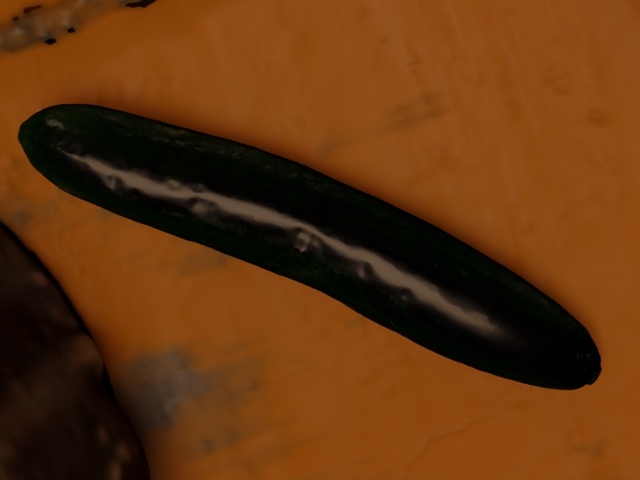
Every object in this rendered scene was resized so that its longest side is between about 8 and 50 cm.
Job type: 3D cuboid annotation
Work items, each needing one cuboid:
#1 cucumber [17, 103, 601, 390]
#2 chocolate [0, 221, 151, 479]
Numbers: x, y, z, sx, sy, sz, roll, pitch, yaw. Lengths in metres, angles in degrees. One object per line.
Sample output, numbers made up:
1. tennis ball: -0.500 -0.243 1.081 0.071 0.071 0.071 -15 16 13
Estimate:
1. cucumber: 0.000 0.000 0.688 0.284 0.056 0.056 23 104 -2
2. chocolate: -0.234 0.088 0.660 0.225 0.210 0.340 -43 94 12
